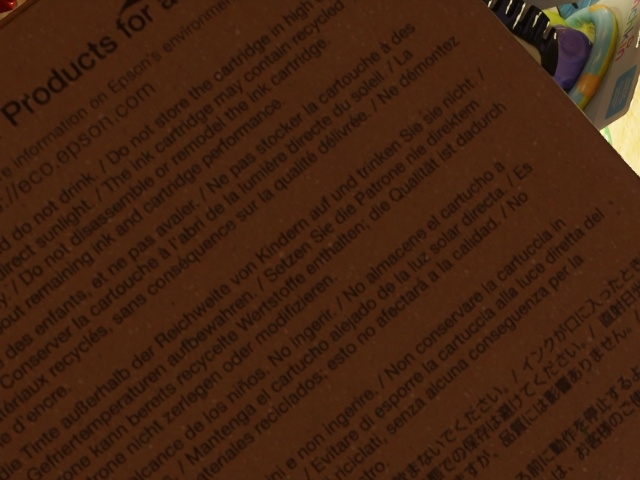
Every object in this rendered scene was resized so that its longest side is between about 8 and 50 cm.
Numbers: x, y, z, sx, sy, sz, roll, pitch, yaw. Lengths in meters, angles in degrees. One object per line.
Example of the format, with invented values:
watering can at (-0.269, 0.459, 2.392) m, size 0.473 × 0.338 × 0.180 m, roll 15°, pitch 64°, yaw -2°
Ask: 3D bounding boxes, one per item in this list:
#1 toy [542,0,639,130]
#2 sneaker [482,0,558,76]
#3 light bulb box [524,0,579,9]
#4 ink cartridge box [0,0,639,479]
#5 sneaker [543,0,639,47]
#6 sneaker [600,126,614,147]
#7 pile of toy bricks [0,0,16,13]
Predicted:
toy at (0.142, -0.110, 0.941) m, size 0.056 × 0.237 × 0.137 m, roll 26°, pitch 65°, yaw -12°
sneaker at (0.041, -0.132, 0.797) m, size 0.208 × 0.094 × 0.081 m, roll 27°, pitch 81°, yaw -38°
light bulb box at (0.042, -0.357, 0.799) m, size 0.361 × 0.225 × 0.358 m, roll 29°, pitch 55°, yaw -58°
ink cartridge box at (-0.034, 0.036, 0.357) m, size 0.193 × 0.235 × 0.088 m, roll 49°, pitch -12°, yaw 5°
sneaker at (0.185, -0.244, 1.125) m, size 0.330 × 0.147 × 0.129 m, roll 43°, pitch 44°, yaw -49°
sneaker at (0.204, -0.007, 1.120) m, size 0.123 × 0.109 × 0.295 m, roll 58°, pitch 35°, yaw -36°
pile of toy bricks at (-0.141, -0.127, 0.493) m, size 0.212 × 0.105 × 0.118 m, roll 47°, pitch 41°, yaw -47°
